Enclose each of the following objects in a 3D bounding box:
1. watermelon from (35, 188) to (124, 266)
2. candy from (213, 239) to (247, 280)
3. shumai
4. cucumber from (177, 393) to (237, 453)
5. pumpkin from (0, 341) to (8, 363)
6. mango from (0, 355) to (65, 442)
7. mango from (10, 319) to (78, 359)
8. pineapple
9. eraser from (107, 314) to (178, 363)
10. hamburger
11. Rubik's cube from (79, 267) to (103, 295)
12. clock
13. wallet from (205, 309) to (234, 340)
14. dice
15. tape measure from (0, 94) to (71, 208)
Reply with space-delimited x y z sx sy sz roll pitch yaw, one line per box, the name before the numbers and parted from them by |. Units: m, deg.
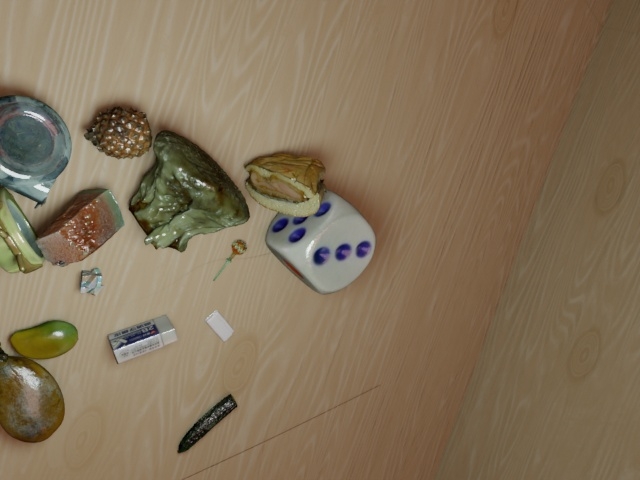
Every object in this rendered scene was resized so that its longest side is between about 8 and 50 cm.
watermelon | -0.723 -0.020 1.639 0.257 0.139 0.193 -50 135 -55
candy | -0.341 0.077 2.028 0.055 0.049 0.185 38 91 -4
shumai | -0.449 -0.127 1.751 0.323 0.324 0.397 -41 130 8
cucumber | -0.452 0.723 2.148 0.293 0.067 0.067 -41 122 -12
pumpkin | -1.073 0.319 1.612 0.248 0.131 0.126 -14 112 -29
mango | -0.936 0.500 1.743 0.192 0.146 0.316 -22 109 -21
mango | -0.881 0.322 1.757 0.191 0.085 0.122 -13 124 -15
pineapple | -0.616 -0.326 1.662 0.193 0.166 0.166 -12 111 -28
eraser | -0.614 0.338 1.890 0.210 0.124 0.068 -19 115 -24
hamburger | -0.088 -0.206 1.947 0.209 0.329 0.162 -36 134 -43
Rubik's cube | -0.741 0.137 1.779 0.073 0.084 0.075 6 119 -28
clock | -0.864 -0.012 1.517 0.096 0.308 0.235 -27 117 -17
wallet | -0.383 0.326 2.086 0.061 0.025 0.122 -45 122 -19
dice | 0.000 0.000 2.039 0.304 0.304 0.277 -47 123 -10
tape measure | -0.843 -0.262 1.525 0.256 0.147 0.275 31 67 -39
